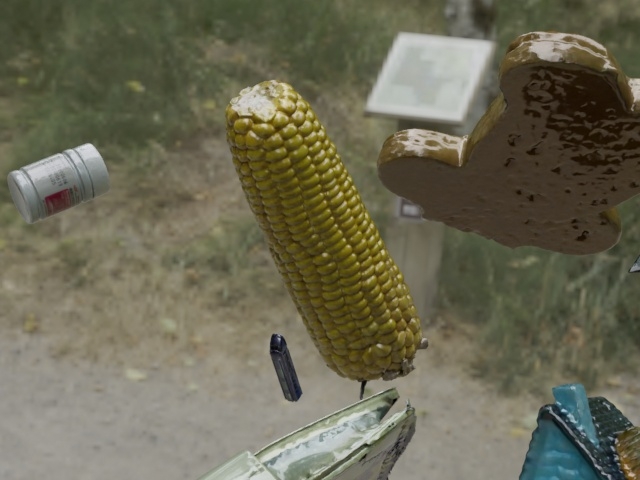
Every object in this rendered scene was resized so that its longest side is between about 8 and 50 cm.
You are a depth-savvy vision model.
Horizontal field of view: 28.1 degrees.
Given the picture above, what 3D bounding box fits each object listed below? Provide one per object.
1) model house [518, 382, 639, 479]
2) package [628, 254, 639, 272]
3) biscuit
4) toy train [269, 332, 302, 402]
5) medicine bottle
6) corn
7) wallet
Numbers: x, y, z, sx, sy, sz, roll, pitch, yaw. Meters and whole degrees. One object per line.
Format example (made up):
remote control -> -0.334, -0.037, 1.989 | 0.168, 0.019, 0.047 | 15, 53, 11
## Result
model house -> 0.380, 0.292, 1.615 | 0.226, 0.241, 0.261 | -16, -11, 27
package -> 0.404, 0.004, 1.529 | 0.037, 0.015, 0.110 | -9, 30, 45
biscuit -> 0.286, -0.119, 1.617 | 0.368, 0.076, 0.394 | 17, -32, -17
toy train -> -0.037, 0.129, 1.296 | 0.017, 0.083, 0.017 | 7, 42, 28
medicine bottle -> -0.270, -0.059, 1.325 | 0.091, 0.058, 0.058 | -25, 26, -24
corn -> 0.000, 0.000, 1.144 | 0.106, 0.305, 0.106 | -22, 27, 12
wallet -> -0.076, 0.215, 0.863 | 0.309, 0.223, 0.077 | -32, 69, -23
